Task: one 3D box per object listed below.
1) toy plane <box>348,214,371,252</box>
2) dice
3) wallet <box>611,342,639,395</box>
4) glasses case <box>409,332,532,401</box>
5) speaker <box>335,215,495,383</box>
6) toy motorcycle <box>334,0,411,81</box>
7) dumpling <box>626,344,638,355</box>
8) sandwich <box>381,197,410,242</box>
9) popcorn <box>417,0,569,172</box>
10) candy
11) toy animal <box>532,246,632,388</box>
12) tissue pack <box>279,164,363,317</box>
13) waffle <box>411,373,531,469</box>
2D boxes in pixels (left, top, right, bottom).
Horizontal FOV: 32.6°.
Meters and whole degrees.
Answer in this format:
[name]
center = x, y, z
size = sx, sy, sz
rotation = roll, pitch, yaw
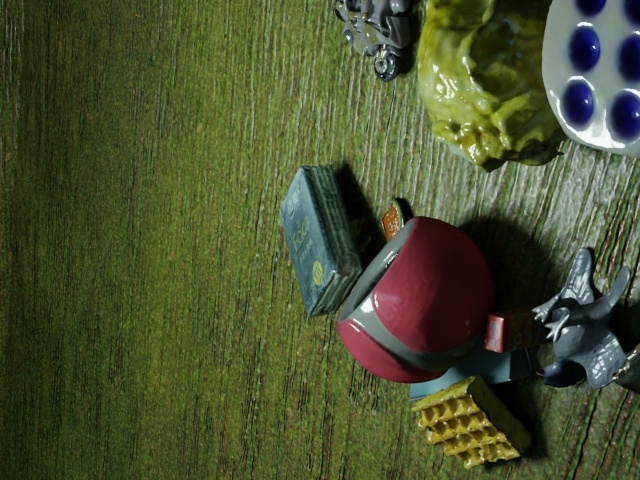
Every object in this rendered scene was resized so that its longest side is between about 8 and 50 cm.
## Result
[toy plane]
center = 0.068, 0.004, 2.202
size = 0.102, 0.040, 0.111
rotation = 22, 115, 54
[dice]
center = 0.467, -0.249, 1.492
size = 0.243, 0.251, 0.259
rotation = 20, 110, 48
[wallet]
center = 0.561, 0.127, 1.516
size = 0.044, 0.169, 0.317
rotation = -75, 11, -52
[glasses case]
center = 0.270, 0.230, 1.985
size = 0.266, 0.056, 0.105
rotation = -22, 54, 51
[speaker]
center = 0.167, 0.099, 1.906
size = 0.294, 0.294, 0.294
rotation = 10, 103, 51
[toy motorcycle]
center = 0.108, -0.420, 2.064
size = 0.152, 0.073, 0.225
rotation = -52, 58, 40
[dumpling]
center = 0.495, 0.200, 1.695
size = 0.059, 0.043, 0.077
rotation = 35, 107, 24
[sandwich]
center = 0.147, -0.033, 2.111
size = 0.069, 0.026, 0.101
rotation = -31, 68, 54
[popcorn]
center = 0.293, -0.279, 1.710
size = 0.312, 0.312, 0.312
rotation = 10, 103, 51
[candy]
center = 0.330, 0.148, 1.827
size = 0.038, 0.122, 0.062
rotation = 15, 106, 51
[toy animal]
center = 0.416, 0.137, 1.731
size = 0.255, 0.176, 0.239
rotation = -42, 43, 27
[tissue pack]
center = 0.000, 0.000, 2.207
size = 0.185, 0.081, 0.257
rotation = 119, 141, -52
[waffle]
center = 0.258, 0.334, 1.954
size = 0.160, 0.055, 0.211
rotation = 48, 143, -5
